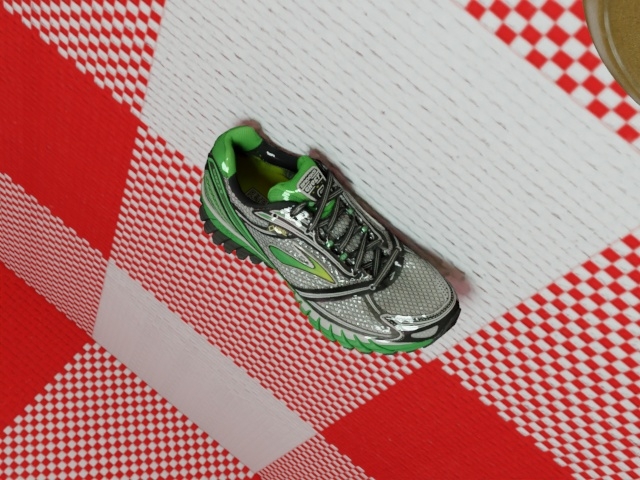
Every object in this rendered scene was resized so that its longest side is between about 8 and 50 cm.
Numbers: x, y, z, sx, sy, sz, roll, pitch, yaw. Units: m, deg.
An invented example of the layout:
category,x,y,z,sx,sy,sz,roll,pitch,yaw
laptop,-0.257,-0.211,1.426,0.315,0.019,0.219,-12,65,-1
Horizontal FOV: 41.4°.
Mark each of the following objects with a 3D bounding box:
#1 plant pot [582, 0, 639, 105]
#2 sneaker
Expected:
category,x,y,z,sx,sy,sz,roll,pitch,yaw
plant pot,0.271,-0.141,0.531,0.236,0.032,0.236,29,150,19
sneaker,0.000,0.000,0.930,0.343,0.134,0.146,32,149,16
